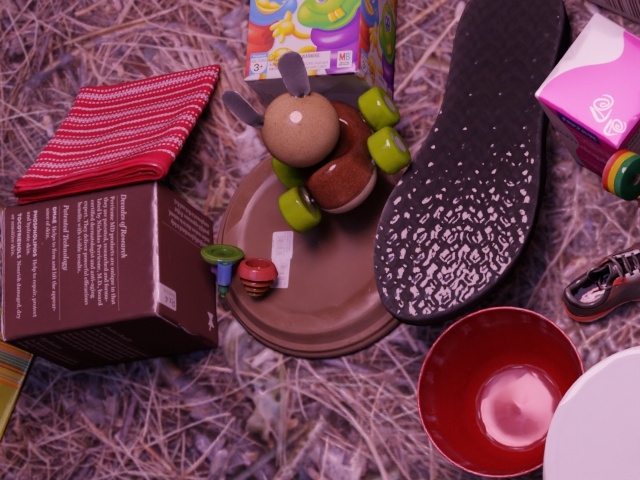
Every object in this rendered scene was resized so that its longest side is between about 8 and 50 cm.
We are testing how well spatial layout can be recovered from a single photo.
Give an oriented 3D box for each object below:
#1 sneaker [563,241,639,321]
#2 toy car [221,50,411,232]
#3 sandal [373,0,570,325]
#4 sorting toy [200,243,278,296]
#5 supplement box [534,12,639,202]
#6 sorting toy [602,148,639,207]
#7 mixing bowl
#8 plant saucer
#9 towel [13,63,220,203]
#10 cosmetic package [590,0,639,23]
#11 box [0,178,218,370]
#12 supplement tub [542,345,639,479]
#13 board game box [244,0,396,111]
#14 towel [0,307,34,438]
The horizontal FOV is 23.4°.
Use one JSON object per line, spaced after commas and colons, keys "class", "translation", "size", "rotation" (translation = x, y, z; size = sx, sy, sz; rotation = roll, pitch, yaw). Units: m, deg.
{"class": "sneaker", "translation": [0.332, 0.036, 1.663], "size": [0.158, 0.065, 0.061], "rotation": [-33, 65, 8]}
{"class": "toy car", "translation": [-0.019, -0.129, 1.711], "size": [0.155, 0.188, 0.149], "rotation": [-33, 38, 19]}
{"class": "sandal", "translation": [0.192, -0.089, 1.748], "size": [0.167, 0.107, 0.446], "rotation": [11, 65, 24]}
{"class": "sorting toy", "translation": [-0.099, 0.040, 1.793], "size": [0.102, 0.061, 0.042], "rotation": [19, 115, 32]}
{"class": "supplement box", "translation": [0.323, -0.132, 1.633], "size": [0.111, 0.220, 0.114], "rotation": [37, 89, 27]}
{"class": "sorting toy", "translation": [0.384, -0.077, 1.585], "size": [0.046, 0.274, 0.132], "rotation": [32, 97, 44]}
{"class": "mixing bowl", "translation": [0.202, 0.170, 1.651], "size": [0.181, 0.098, 0.182], "rotation": [-6, 72, 18]}
{"class": "plant saucer", "translation": [0.000, 0.000, 1.814], "size": [0.277, 0.041, 0.278], "rotation": [-6, 72, 19]}
{"class": "towel", "translation": [-0.241, -0.134, 1.857], "size": [0.198, 0.031, 0.275], "rotation": [-9, 29, 17]}
{"class": "cosmetic package", "translation": [0.437, -0.443, 1.632], "size": [0.329, 0.327, 0.394], "rotation": [29, 84, 26]}
{"class": "box", "translation": [-0.248, 0.045, 1.819], "size": [0.203, 0.168, 0.167], "rotation": [-10, 69, 17]}
{"class": "supplement tub", "translation": [0.343, 0.232, 1.449], "size": [0.241, 0.331, 0.241], "rotation": [-6, 72, 19]}
{"class": "board game box", "translation": [0.007, -0.298, 1.846], "size": [0.142, 0.144, 0.275], "rotation": [-3, 73, 19]}
{"class": "towel", "translation": [-0.426, 0.199, 1.919], "size": [0.102, 0.021, 0.237], "rotation": [16, 80, 25]}
